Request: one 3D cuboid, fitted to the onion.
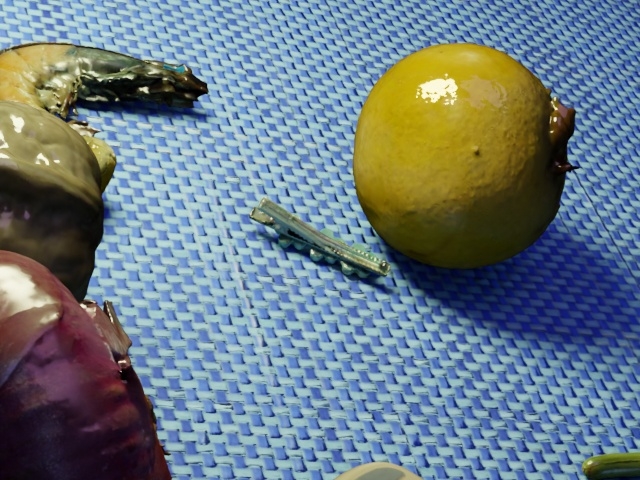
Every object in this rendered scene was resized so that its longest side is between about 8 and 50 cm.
[{"bbox_3d":[-0.266,0.189,1.496,0.285,0.348,0.347,-23,51,-27],"label":"onion"}]

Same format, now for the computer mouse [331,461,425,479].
[{"bbox_3d":[0.094,0.303,1.725,0.236,0.082,0.145,39,38,23],"label":"computer mouse"}]

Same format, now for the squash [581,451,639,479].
[{"bbox_3d":[0.314,0.240,1.981,0.083,0.027,0.027,1,38,-26],"label":"squash"}]

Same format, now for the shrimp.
[{"bbox_3d":[-0.261,-0.163,2.220,0.290,0.054,0.222,1,37,-21],"label":"shrimp"}]

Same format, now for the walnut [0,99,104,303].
[{"bbox_3d":[-0.325,-0.020,1.832,0.248,0.248,0.248,14,34,-10],"label":"walnut"}]

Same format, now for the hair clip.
[{"bbox_3d":[0.000,0.000,2.142,0.173,0.049,0.049,27,34,1],"label":"hair clip"}]

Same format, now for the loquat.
[{"bbox_3d":[0.172,-0.102,2.169,0.274,0.275,0.275,14,34,-10],"label":"loquat"}]

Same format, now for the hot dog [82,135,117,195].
[{"bbox_3d":[-0.324,-0.057,2.014,0.242,0.084,0.073,-8,42,-38],"label":"hot dog"}]
